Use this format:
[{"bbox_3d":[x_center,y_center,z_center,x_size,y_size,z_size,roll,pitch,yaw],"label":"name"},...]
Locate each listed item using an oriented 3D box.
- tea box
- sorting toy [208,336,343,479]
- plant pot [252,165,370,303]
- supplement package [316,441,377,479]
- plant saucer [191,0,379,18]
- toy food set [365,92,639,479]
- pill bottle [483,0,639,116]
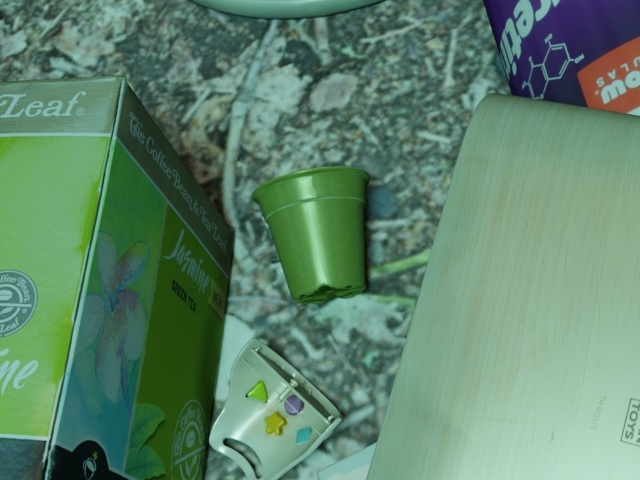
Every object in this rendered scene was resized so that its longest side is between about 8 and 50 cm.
[{"bbox_3d":[-0.254,0.092,0.601,0.329,0.220,0.323,0,67,14],"label":"tea box"},{"bbox_3d":[-0.034,0.121,0.635,0.083,0.045,0.075,40,88,26],"label":"sorting toy"},{"bbox_3d":[0.000,0.000,0.665,0.083,0.083,0.079,-12,75,9],"label":"plant pot"},{"bbox_3d":[0.118,0.212,0.499,0.139,0.134,0.244,-27,62,1],"label":"supplement package"},{"bbox_3d":[-0.010,-0.379,0.825,0.400,0.100,0.400,-6,65,12],"label":"plant saucer"},{"bbox_3d":[0.147,0.087,0.431,0.219,0.092,0.306,13,79,20],"label":"toy food set"},{"bbox_3d":[0.208,-0.110,0.598,0.181,0.181,0.323,-15,63,7],"label":"pill bottle"}]
